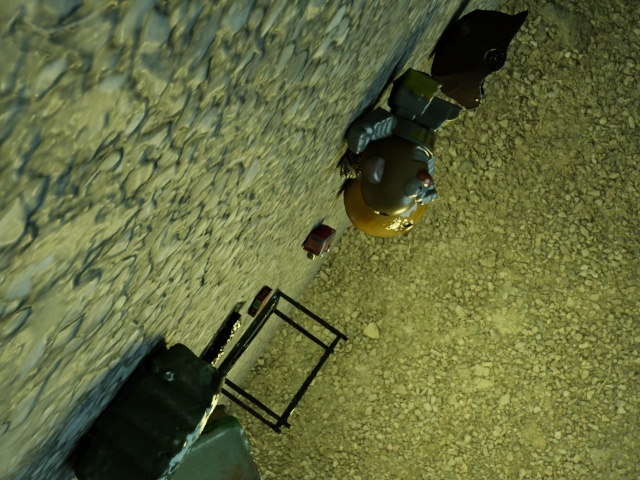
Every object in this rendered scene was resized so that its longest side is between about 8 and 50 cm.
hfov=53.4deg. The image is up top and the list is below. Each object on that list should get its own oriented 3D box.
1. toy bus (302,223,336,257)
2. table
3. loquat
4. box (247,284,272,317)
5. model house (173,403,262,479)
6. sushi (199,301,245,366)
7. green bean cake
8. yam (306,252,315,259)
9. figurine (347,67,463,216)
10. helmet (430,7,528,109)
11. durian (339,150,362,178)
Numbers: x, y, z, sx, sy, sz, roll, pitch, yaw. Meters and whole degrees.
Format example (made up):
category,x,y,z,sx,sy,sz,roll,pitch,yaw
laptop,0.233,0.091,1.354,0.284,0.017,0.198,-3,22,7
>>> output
category,x,y,z,sx,sy,sz,roll,pitch,yaw
toy bus,0.000,0.000,1.903,0.077,0.065,0.192,-64,174,15
table,-0.129,0.383,2.005,0.335,0.272,0.222,-54,176,-24
loquat,0.190,-0.138,1.880,0.263,0.263,0.263,-55,176,-6
box,-0.155,0.156,1.624,0.051,0.023,0.082,-50,173,-43
model house,-0.362,0.619,1.771,0.312,0.245,0.280,-26,-167,-22
sushi,-0.216,0.225,1.397,0.201,0.031,0.139,-55,176,-3
green bean cake,-0.235,0.265,0.910,0.227,0.125,0.222,-59,179,-26
yam,-0.011,0.009,2.136,0.027,0.033,0.129,-9,136,-46
figurine,0.175,-0.189,1.354,0.167,0.343,0.284,17,-99,59
helmet,0.417,-0.524,1.749,0.225,0.177,0.305,-60,175,-59
durian,0.087,-0.175,1.461,0.110,0.071,0.140,-54,-179,-8
